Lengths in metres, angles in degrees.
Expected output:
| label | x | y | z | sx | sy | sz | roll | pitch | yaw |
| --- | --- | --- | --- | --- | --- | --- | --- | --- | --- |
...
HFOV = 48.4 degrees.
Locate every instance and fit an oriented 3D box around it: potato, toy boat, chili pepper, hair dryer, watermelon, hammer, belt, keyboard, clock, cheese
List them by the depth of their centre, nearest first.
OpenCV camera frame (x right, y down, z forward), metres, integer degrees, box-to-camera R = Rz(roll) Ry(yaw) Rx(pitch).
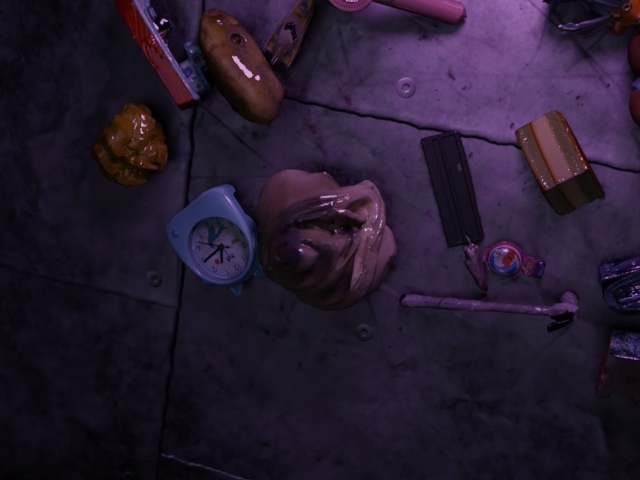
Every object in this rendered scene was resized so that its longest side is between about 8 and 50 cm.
| label | x | y | z | sx | sy | sz | roll | pitch | yaw |
| --- | --- | --- | --- | --- | --- | --- | --- | --- | --- |
| hair dryer | 0.158 | -0.542 | 1.573 | 0.352 | 0.210 | 0.126 | 14 | 109 | -13 |
| belt | 0.738 | 0.097 | 1.576 | 0.218 | 0.128 | 0.122 | -20 | 99 | 22 |
| watermelon | 0.762 | 0.322 | 1.652 | 0.318 | 0.148 | 0.226 | 41 | 130 | -12 |
| toy boat | -0.061 | -0.501 | 1.666 | 0.084 | 0.066 | 0.210 | 41 | 131 | 7 |
| potato | -0.194 | -0.408 | 1.684 | 0.141 | 0.191 | 0.296 | -28 | 95 | 8 |
| keyboard | 0.300 | -0.171 | 1.690 | 0.103 | 0.041 | 0.382 | -12 | 107 | 18 |
| cheese | 0.459 | 0.053 | 1.696 | 0.145 | 0.038 | 0.095 | 15 | 108 | 13 |
| chili pepper | 0.372 | 0.062 | 1.718 | 0.041 | 0.050 | 0.153 | -10 | 111 | 21 |
| hammer | 0.398 | 0.157 | 1.718 | 0.426 | 0.152 | 0.044 | 3 | 110 | 27 |
| toy boat | -0.376 | -0.491 | 1.750 | 0.133 | 0.145 | 0.332 | -32 | 96 | -2 |
| clock | -0.257 | 0.010 | 1.872 | 0.223 | 0.094 | 0.274 | -33 | 95 | 22 |

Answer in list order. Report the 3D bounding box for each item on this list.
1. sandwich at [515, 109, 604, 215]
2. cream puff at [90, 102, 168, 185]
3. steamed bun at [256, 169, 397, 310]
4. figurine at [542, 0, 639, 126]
| label | x | y | z | sx | sy | sz | roll | pitch | yaw |
| --- | --- | --- | --- | --- | --- | --- | --- | --- | --- |
| sandwich | 0.544 | -0.177 | 1.623 | 0.117 | 0.144 | 0.187 | -27 | 60 | 21 |
| cream puff | -0.484 | -0.236 | 1.832 | 0.194 | 0.194 | 0.221 | 42 | 116 | 2 |
| steamed bun | 0.000 | 0.000 | 1.709 | 0.338 | 0.247 | 0.353 | -4 | 99 | 16 |
| figurine | 0.645 | -0.428 | 1.406 | 0.388 | 0.277 | 0.248 | 37 | 68 | 0 |
